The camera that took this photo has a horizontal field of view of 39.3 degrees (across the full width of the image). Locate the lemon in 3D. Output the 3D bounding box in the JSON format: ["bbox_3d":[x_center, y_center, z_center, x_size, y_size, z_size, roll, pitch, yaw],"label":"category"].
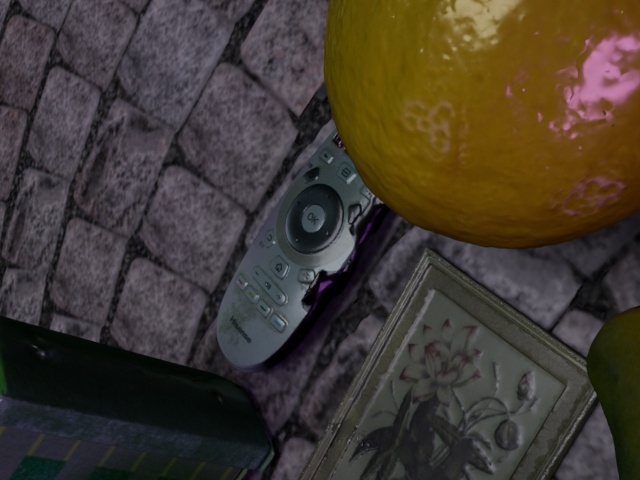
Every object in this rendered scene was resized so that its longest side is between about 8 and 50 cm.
[{"bbox_3d":[0.112,-0.105,0.513,0.240,0.241,0.219,52,127,35],"label":"lemon"}]

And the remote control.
[{"bbox_3d":[-0.001,-0.001,0.715,0.256,0.045,0.097,-55,53,16],"label":"remote control"}]

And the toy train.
[{"bbox_3d":[-0.193,0.173,0.687,0.202,0.301,0.120,-54,48,9],"label":"toy train"}]

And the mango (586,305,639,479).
[{"bbox_3d":[0.212,0.103,0.464,0.122,0.086,0.191,-34,45,29],"label":"mango"}]

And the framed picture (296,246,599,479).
[{"bbox_3d":[0.080,0.143,0.637,0.173,0.010,0.231,36,106,39],"label":"framed picture"}]
